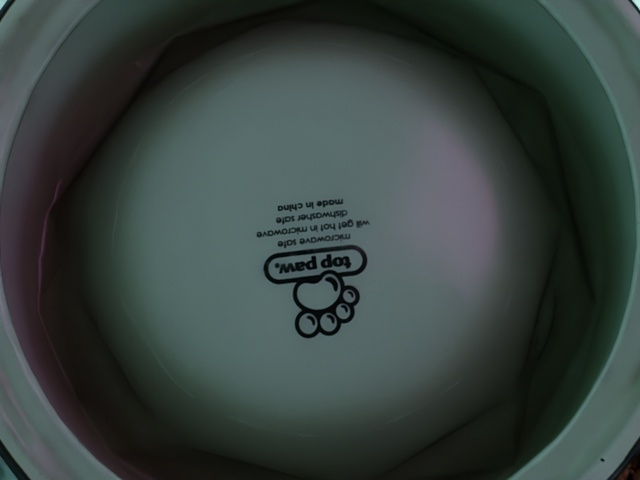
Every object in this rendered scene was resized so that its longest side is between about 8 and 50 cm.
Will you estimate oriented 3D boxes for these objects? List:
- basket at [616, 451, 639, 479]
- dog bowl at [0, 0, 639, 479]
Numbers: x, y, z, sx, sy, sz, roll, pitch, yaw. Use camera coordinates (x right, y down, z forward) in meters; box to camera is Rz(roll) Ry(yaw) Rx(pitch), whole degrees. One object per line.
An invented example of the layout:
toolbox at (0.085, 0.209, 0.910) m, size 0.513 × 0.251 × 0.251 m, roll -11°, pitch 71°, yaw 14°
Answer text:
basket at (0.142, 0.050, 1.199) m, size 0.299 × 0.213 × 0.223 m, roll 44°, pitch 44°, yaw 1°
dog bowl at (0.000, 0.000, 1.059) m, size 0.408 × 0.150 × 0.408 m, roll 0°, pitch 78°, yaw 1°
